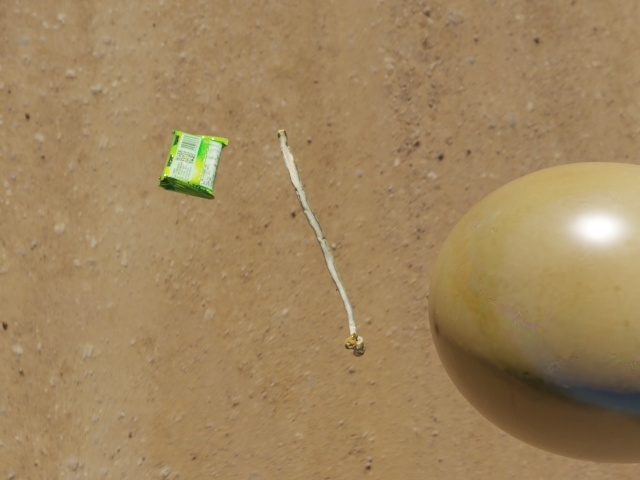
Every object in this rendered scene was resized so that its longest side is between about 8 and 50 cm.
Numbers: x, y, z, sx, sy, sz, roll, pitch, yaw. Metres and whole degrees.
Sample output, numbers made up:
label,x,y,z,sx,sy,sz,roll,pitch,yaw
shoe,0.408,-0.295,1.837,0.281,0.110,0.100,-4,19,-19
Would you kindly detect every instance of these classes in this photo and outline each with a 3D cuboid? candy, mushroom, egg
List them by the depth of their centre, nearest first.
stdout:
label,x,y,z,sx,sy,sz,roll,pitch,yaw
egg,0.297,0.071,0.886,0.374,0.301,0.301,-1,69,11
mushroom,-0.001,0.001,1.037,0.026,0.028,0.286,-17,80,-9
candy,-0.218,-0.134,1.508,0.102,0.032,0.178,15,39,-10
